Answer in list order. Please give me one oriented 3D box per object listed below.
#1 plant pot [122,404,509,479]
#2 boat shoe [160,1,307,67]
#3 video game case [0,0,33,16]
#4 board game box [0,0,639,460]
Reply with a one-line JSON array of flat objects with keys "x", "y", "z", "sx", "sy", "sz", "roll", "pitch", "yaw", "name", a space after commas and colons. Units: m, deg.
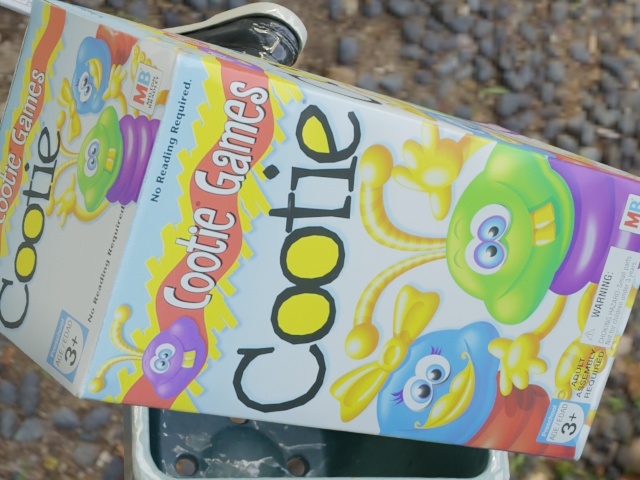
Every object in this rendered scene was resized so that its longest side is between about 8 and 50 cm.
[{"x": -0.034, "y": 0.119, "z": 1.142, "sx": 0.247, "sy": 0.252, "sz": 0.247, "roll": 2, "pitch": 57, "yaw": -14, "name": "plant pot"}, {"x": -0.168, "y": -0.187, "z": 1.937, "sx": 0.127, "sy": 0.340, "sz": 0.113, "roll": 49, "pitch": 43, "yaw": -37, "name": "boat shoe"}, {"x": -0.256, "y": -0.266, "z": 1.176, "sx": 0.143, "sy": 0.019, "sz": 0.157, "roll": 20, "pitch": 87, "yaw": -13, "name": "video game case"}, {"x": 0.000, "y": 0.000, "z": 0.715, "sx": 0.275, "sy": 0.142, "sz": 0.144, "roll": 12, "pitch": 99, "yaw": -35, "name": "board game box"}]
